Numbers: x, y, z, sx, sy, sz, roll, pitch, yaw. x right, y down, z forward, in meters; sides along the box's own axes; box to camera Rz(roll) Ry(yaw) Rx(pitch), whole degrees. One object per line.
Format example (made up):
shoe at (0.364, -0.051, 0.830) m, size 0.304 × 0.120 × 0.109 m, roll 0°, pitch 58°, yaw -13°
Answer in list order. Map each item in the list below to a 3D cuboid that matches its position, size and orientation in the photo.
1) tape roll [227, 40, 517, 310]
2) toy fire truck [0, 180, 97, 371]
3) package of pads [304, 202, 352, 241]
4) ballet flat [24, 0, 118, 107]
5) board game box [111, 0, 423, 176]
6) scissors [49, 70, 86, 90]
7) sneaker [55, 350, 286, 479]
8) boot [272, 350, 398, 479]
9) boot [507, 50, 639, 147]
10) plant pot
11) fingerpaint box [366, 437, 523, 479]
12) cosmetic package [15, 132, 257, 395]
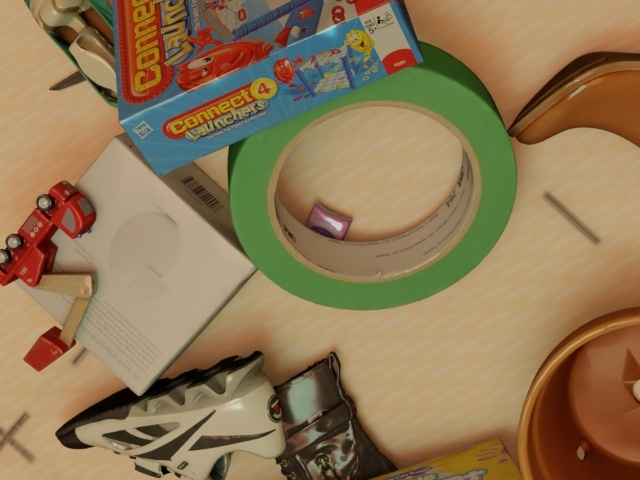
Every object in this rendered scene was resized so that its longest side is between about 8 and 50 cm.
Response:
tape roll at (0.056, -0.069, 1.470) m, size 0.321 × 0.077 × 0.321 m, roll -3°, pitch 125°, yaw -5°
toy fire truck at (-0.306, 0.041, 1.512) m, size 0.135 × 0.047 × 0.192 m, roll 42°, pitch 106°, yaw 1°
package of pads at (0.000, 0.000, 1.591) m, size 0.050 × 0.032 × 0.083 m, roll 26°, pitch 106°, yaw 5°
ballet flat at (-0.281, -0.249, 1.552) m, size 0.247 × 0.087 × 0.083 m, roll 47°, pitch 107°, yaw 6°
board game box at (-0.070, -0.251, 1.404) m, size 0.301 × 0.308 × 0.086 m, roll -23°, pitch 134°, yaw 10°
scissors at (-0.199, -0.250, 1.587) m, size 0.297 × 0.021 × 0.109 m, roll -6°, pitch 101°, yaw 15°
sneaker at (-0.186, 0.244, 1.606) m, size 0.330 × 0.122 × 0.146 m, roll -16°, pitch 101°, yaw 34°
boot at (-0.028, 0.290, 1.638) m, size 0.263 × 0.091 × 0.229 m, roll -38°, pitch 92°, yaw 6°
boot at (0.373, -0.124, 1.464) m, size 0.283 × 0.109 × 0.220 m, roll -32°, pitch 101°, yaw 12°
plant pot at (0.372, 0.196, 1.470) m, size 0.290 × 0.203 × 0.291 m, roll 3°, pitch 103°, yaw 11°
fingerpaint box at (0.064, 0.485, 1.542) m, size 0.444 × 0.163 × 0.371 m, roll -16°, pitch 104°, yaw -2°
cosmetic package at (-0.213, 0.021, 1.584) m, size 0.224 × 0.138 × 0.225 m, roll 43°, pitch 106°, yaw 0°
